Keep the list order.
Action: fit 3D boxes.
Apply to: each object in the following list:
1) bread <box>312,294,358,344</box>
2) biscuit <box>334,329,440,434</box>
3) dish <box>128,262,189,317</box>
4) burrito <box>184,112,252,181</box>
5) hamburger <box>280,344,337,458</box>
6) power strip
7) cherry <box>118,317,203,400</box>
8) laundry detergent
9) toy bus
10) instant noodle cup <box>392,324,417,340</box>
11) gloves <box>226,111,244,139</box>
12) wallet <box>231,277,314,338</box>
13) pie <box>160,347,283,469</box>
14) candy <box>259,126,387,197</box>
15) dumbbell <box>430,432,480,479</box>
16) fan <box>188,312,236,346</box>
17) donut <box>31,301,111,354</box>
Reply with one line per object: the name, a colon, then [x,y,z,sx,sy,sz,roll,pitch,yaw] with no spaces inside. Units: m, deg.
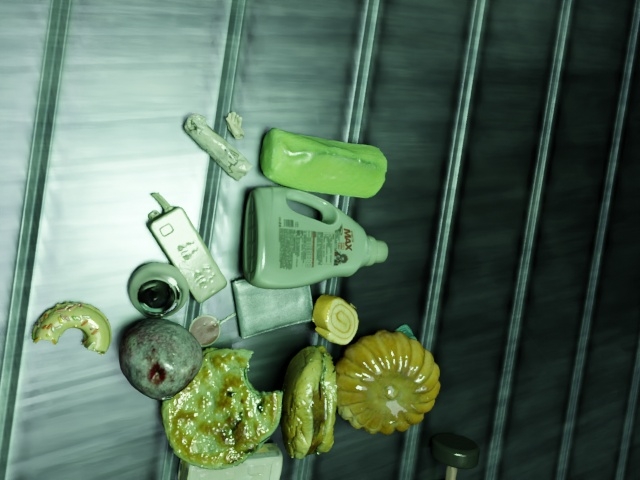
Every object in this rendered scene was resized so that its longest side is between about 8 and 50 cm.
bread: [0.044,0.224,1.475,0.149,0.073,0.122,39,68,-40]
biscuit: [0.191,0.419,1.525,0.326,0.107,0.325,-1,103,-5]
dish: [-0.382,0.130,1.235,0.141,0.078,0.141,-2,108,-7]
burrito: [-0.249,-0.228,1.303,0.203,0.064,0.064,46,75,-24]
hamburger: [-0.038,0.412,1.370,0.134,0.285,0.265,0,94,-10]
power strip: [-0.334,0.013,1.288,0.093,0.053,0.288,-35,111,-20]
cherry: [-0.370,0.271,1.223,0.195,0.195,0.195,-3,97,-27]
laundry detergent: [0.000,0.000,1.403,0.398,0.125,0.263,4,79,-28]
toy bus: [-0.225,0.584,1.375,0.268,0.106,0.092,8,93,-28]
instant noodle cup: [0.255,0.367,1.622,0.157,0.070,0.179,-35,109,-22]
gloves: [-0.213,-0.282,1.326,0.044,0.037,0.080,3,77,-63]
wallet: [-0.122,0.160,1.425,0.222,0.036,0.167,-13,102,-24]
pie: [-0.247,0.408,1.301,0.303,0.067,0.302,0,77,0]
candy: [0.012,-0.202,1.411,0.344,0.132,0.142,7,135,-26]
dumbbell: [0.420,0.749,1.698,0.153,0.152,0.218,6,93,-28]
fan: [-0.276,0.221,1.367,0.133,0.005,0.085,-27,106,-22]
donut: [-0.546,0.195,1.190,0.166,0.065,0.108,22,84,-28]
